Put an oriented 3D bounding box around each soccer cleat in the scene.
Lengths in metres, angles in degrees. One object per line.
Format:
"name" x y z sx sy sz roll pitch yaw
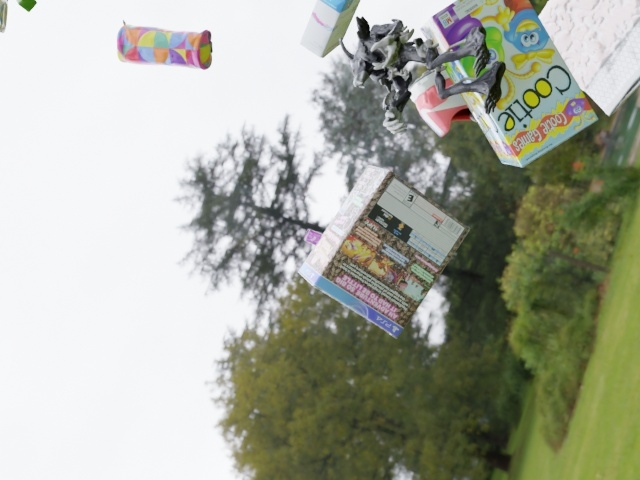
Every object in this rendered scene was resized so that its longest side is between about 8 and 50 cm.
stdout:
"soccer cleat" 0.317 -0.283 1.403 0.318 0.116 0.108 -20 -11 -23

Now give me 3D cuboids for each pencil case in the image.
"pencil case" -0.372 -0.465 1.794 0.104 0.236 0.104 10 -90 -76

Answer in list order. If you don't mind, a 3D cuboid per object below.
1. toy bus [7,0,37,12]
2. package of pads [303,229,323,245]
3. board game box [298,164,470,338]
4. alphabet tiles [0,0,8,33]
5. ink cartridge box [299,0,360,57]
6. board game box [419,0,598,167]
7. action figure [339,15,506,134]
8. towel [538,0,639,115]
"toy bus" -0.513 -0.491 1.312 0.202 0.104 0.191 -35 -37 -4
"package of pads" 0.000 0.000 1.757 0.032 0.050 0.083 -68 -22 0
"board game box" 0.136 0.022 1.640 0.291 0.232 0.141 -56 18 0
"alphabet tiles" -0.478 -0.397 1.069 0.278 0.021 0.284 -137 55 -80
"ink cartridge box" 0.021 -0.391 1.303 0.088 0.052 0.122 -49 -11 -48
"board game box" 0.300 -0.274 1.220 0.142 0.275 0.144 -33 7 5
"action figure" 0.130 -0.261 1.149 0.141 0.276 0.164 -57 -41 -28
"towel" 0.680 -0.503 1.824 0.053 0.317 0.332 -35 -15 -24
